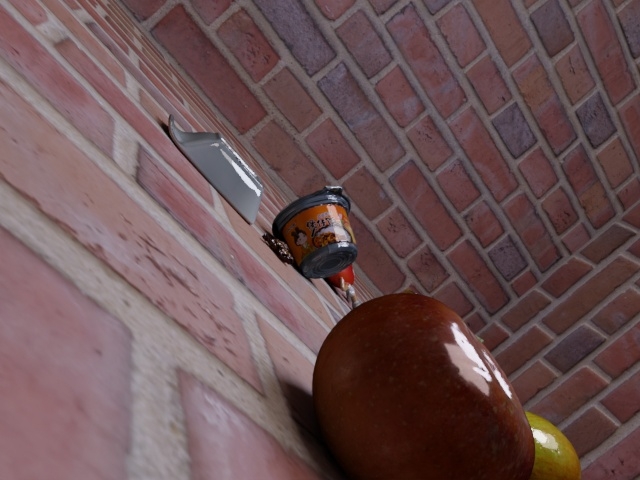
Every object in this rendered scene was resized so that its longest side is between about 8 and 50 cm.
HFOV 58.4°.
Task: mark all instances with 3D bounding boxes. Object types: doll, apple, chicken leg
[{"bbox_3d":[0.051,0.083,1.526,0.217,0.085,0.183,58,2,-16],"label":"doll"},{"bbox_3d":[0.081,0.147,0.503,0.201,0.162,0.201,53,13,-18],"label":"apple"},{"bbox_3d":[-0.079,0.013,1.054,0.083,0.021,0.036,48,13,-22],"label":"chicken leg"},{"bbox_3d":[0.367,0.410,1.063,0.196,0.196,0.196,50,3,-3],"label":"apple"}]

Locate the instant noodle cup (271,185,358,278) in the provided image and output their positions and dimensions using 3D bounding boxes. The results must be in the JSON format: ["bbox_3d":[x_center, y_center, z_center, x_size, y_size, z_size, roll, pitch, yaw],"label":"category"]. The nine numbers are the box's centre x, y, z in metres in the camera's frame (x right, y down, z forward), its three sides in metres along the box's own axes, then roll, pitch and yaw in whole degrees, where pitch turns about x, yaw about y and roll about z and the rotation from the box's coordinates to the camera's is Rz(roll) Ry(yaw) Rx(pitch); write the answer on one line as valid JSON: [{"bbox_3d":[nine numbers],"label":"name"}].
[{"bbox_3d":[0.000,0.000,1.184,0.208,0.177,0.126,107,-34,-56],"label":"instant noodle cup"}]

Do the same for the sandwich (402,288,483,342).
[{"bbox_3d":[0.249,0.249,1.369,0.220,0.186,0.108,33,0,13],"label":"sandwich"}]

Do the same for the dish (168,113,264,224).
[{"bbox_3d":[-0.185,-0.145,1.051,0.234,0.064,0.154,47,4,-24],"label":"dish"}]
